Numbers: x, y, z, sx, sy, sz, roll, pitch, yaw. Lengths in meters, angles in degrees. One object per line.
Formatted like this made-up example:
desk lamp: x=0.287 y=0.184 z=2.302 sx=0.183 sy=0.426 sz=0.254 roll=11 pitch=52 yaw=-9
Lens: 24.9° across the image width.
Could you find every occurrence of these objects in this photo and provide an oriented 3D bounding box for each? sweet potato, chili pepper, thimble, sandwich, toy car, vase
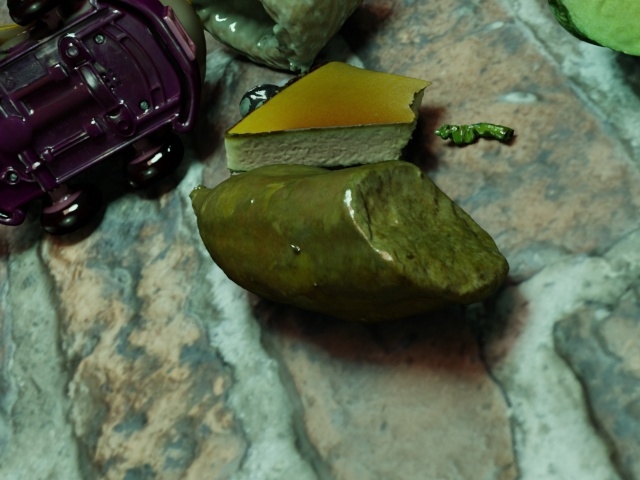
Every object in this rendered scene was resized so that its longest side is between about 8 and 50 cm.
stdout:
sweet potato: x=0.000 y=0.000 z=1.346 sx=0.370 sy=0.158 sz=0.158 roll=1 pitch=49 yaw=49
chili pepper: x=0.154 y=-0.109 z=1.445 sx=0.083 sy=0.022 sz=0.027 roll=3 pitch=50 yaw=31
thimble: x=-0.061 y=-0.302 z=1.652 sx=0.229 sy=0.196 sz=0.148 roll=23 pitch=66 yaw=45
sandwich: x=0.021 y=-0.114 z=1.460 sx=0.162 sy=0.058 sz=0.193 roll=16 pitch=37 yaw=32
toy car: x=-0.292 y=-0.188 z=1.662 sx=0.341 sy=0.271 sz=0.240 roll=-27 pitch=26 yaw=9
vase: x=-0.053 y=-0.098 z=1.547 sx=0.059 sy=0.059 sz=0.167 roll=-23 pitch=40 yaw=13

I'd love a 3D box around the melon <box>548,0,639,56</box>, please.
melon: x=0.375 y=-0.302 z=1.353 sx=0.343 sy=0.226 sz=0.331 roll=-37 pitch=49 yaw=18
